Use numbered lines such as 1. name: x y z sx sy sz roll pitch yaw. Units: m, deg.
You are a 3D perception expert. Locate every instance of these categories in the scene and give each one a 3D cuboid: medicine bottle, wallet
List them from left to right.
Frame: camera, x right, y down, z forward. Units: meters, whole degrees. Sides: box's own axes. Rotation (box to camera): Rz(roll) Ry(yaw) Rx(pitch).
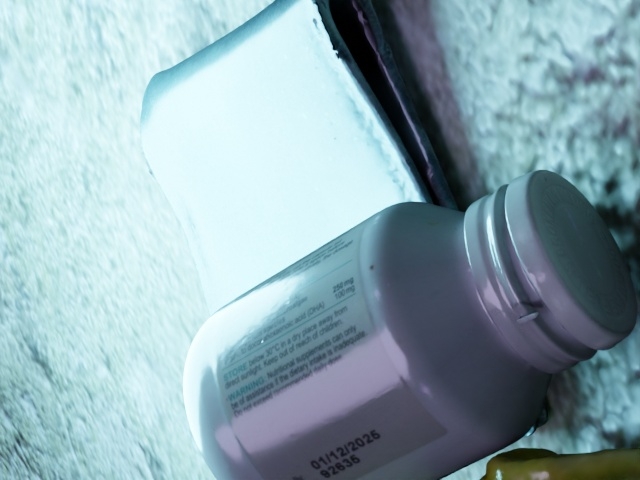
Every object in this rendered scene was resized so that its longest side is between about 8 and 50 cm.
1. wallet: -0.001 0.000 0.960 0.251 0.054 0.290 -22 91 57
2. medicine bottle: 0.047 0.053 0.800 0.215 0.135 0.135 -31 82 29

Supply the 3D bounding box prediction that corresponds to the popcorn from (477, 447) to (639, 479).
1. popcorn: 0.154 0.204 0.765 0.266 0.192 0.233 -122 9 -61
